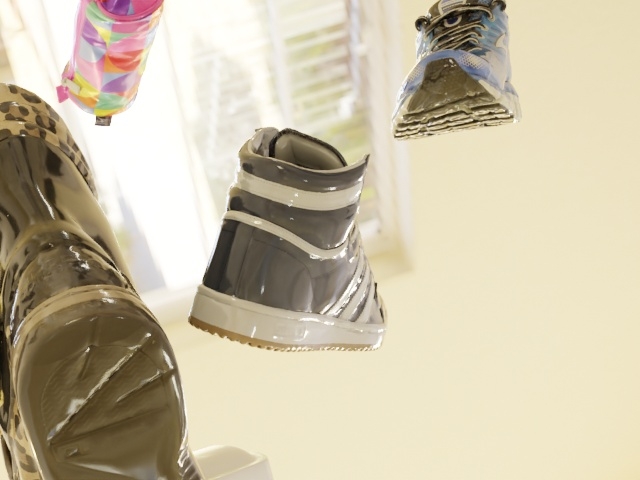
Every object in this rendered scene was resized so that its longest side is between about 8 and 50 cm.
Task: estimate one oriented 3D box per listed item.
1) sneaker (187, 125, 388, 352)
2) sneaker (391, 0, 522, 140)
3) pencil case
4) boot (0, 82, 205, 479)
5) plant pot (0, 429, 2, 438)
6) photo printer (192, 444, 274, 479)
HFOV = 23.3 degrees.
[{"bbox_3d":[0.000,0.000,1.179,0.282,0.099,0.153,5,-80,-69],"label":"sneaker"},{"bbox_3d":[0.135,-0.183,1.605,0.330,0.129,0.147,-31,-68,-79],"label":"sneaker"},{"bbox_3d":[-0.243,-0.232,1.795,0.104,0.104,0.236,67,155,21],"label":"pencil case"},{"bbox_3d":[-0.190,0.095,1.143,0.377,0.138,0.284,88,159,-47],"label":"boot"},{"bbox_3d":[-0.435,0.146,1.735,0.188,0.205,0.205,42,157,19],"label":"plant pot"},{"bbox_3d":[-0.133,0.335,1.502,0.307,0.107,0.256,-6,-82,-67],"label":"photo printer"}]
